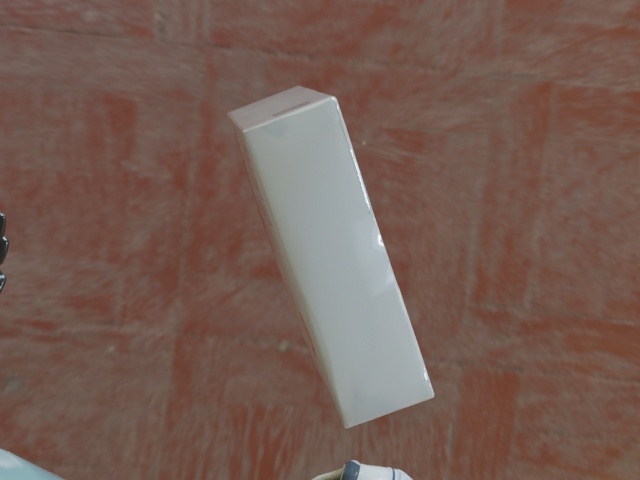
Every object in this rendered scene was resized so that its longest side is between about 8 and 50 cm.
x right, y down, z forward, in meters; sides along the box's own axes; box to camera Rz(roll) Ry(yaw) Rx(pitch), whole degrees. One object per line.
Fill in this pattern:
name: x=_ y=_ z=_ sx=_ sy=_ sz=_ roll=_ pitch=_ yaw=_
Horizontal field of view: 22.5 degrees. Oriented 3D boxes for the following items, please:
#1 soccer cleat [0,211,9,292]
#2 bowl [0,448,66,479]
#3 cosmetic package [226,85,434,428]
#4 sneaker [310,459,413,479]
soccer cleat: x=-0.222 y=-0.034 z=0.771 sx=0.116 sy=0.108 sz=0.318 roll=13 pitch=118 yaw=13
bowl: x=-0.286 y=0.277 z=1.229 sx=0.311 sy=0.312 sz=0.163 roll=-20 pitch=132 yaw=3
cosmetic package: x=0.000 y=0.000 z=1.586 sx=0.097 sy=0.377 sz=0.284 roll=-21 pitch=98 yaw=-3
sneaker: x=0.010 y=0.304 z=1.785 sx=0.091 sy=0.094 sz=0.258 roll=28 pitch=139 yaw=-10
